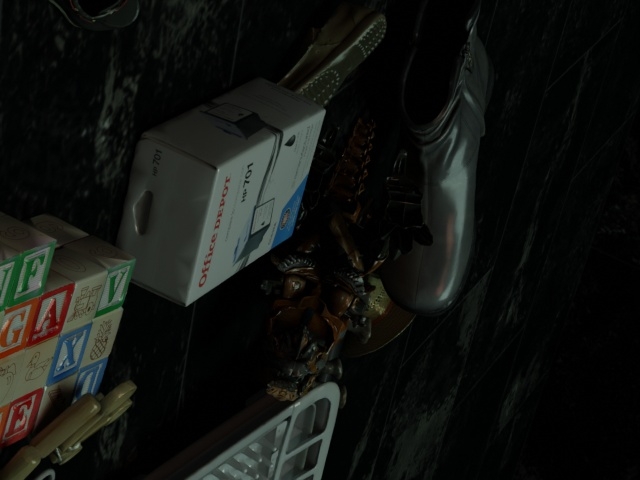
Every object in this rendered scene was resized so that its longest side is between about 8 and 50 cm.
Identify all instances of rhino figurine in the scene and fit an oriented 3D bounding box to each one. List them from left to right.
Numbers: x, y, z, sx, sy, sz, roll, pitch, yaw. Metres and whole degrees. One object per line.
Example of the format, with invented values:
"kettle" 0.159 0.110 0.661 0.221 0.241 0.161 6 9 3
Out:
"rhino figurine" -0.024 0.150 1.811 0.073 0.106 0.243 -112 -143 -60

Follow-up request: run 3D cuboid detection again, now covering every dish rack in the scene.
"dish rack" -0.122 0.296 1.717 0.333 0.072 0.286 -32 145 -44

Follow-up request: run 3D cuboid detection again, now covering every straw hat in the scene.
"straw hat" 0.060 0.070 1.967 0.061 0.144 0.144 52 56 -22

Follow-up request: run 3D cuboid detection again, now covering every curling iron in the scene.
"curling iron" 0.021 0.065 1.907 0.068 0.035 0.274 -34 145 -48

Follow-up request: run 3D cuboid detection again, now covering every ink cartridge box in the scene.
"ink cartridge box" -0.086 -0.046 1.405 0.190 0.082 0.140 -37 148 -56

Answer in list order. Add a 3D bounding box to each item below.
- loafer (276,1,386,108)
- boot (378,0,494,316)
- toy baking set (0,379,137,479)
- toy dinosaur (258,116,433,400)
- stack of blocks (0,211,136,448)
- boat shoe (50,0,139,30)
"loafer" -0.001 -0.168 1.528 0.148 0.050 0.056 -43 153 -12
"boot" 0.114 -0.098 1.750 0.223 0.118 0.338 52 43 -75
"toy baking set" -0.229 0.196 1.249 0.256 0.030 0.196 -45 171 24
"toy dinosaur" 0.000 0.000 1.656 0.218 0.164 0.322 114 -27 -55
"stack of blocks" -0.247 0.062 1.103 0.297 0.087 0.171 -24 136 -63
"boat shoe" -0.155 -0.171 1.121 0.049 0.042 0.133 -66 163 -1
